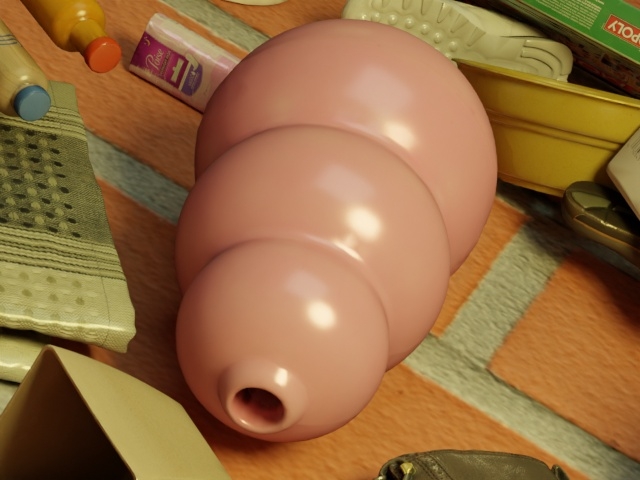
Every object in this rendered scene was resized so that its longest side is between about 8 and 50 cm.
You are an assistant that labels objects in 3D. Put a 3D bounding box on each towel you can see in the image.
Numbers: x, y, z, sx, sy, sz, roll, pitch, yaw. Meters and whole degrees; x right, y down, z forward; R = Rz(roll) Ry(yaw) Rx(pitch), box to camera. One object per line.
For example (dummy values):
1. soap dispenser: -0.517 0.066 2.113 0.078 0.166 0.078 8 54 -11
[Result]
1. towel: -0.288 -0.032 1.201 0.324 0.056 0.312 9 31 -22

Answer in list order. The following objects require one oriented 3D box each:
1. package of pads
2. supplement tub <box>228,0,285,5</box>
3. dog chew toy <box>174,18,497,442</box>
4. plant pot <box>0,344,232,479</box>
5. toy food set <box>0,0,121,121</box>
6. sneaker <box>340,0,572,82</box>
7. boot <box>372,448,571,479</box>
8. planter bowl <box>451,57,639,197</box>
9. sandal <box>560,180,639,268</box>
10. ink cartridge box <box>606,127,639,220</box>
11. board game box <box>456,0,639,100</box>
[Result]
1. package of pads: -0.105 -0.138 1.479 0.083 0.050 0.032 31 31 8
2. supplement tub: -0.048 -0.364 1.647 0.191 0.272 0.191 18 31 -12
3. dog chew toy: 0.000 0.000 1.215 0.206 0.207 0.332 23 39 -3
4. plant pot: -0.112 0.134 1.016 0.096 0.109 0.109 11 32 -46
5. toy food set: -0.252 -0.123 1.204 0.232 0.111 0.104 0 36 -40
6. sneaker: 0.110 -0.177 1.676 0.235 0.090 0.095 14 24 -32
7. boot: 0.094 0.208 1.083 0.263 0.091 0.229 4 32 -39
8. planter bowl: 0.202 -0.083 1.551 0.217 0.090 0.217 14 8 -2
9. sandal: 0.276 0.029 1.488 0.219 0.060 0.090 26 25 -15
10. ink cartridge box: 0.384 0.024 1.498 0.332 0.065 0.165 23 27 -37
11. board game box: 0.207 -0.215 1.733 0.317 0.046 0.213 29 0 7
